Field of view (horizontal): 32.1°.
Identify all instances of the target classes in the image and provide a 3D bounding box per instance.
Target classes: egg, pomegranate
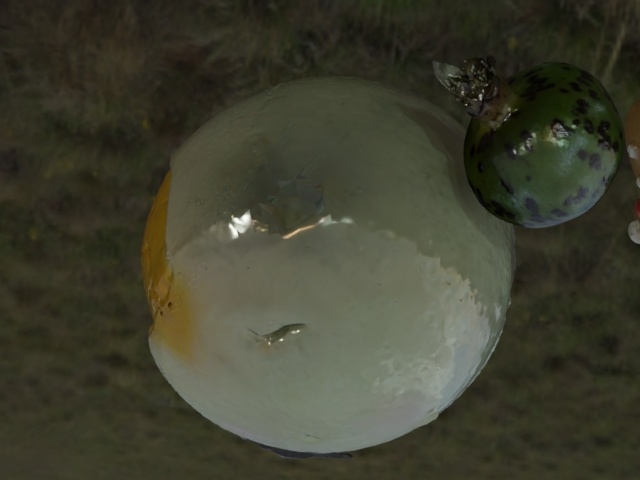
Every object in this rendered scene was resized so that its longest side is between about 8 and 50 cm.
[{"bbox_3d":[0.000,0.000,0.874,0.337,0.337,0.201,5,167,9],"label":"egg"},{"bbox_3d":[0.144,-0.079,0.791,0.161,0.122,0.122,37,154,-24],"label":"pomegranate"}]

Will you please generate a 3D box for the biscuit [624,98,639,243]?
[{"bbox_3d":[0.401,0.006,1.240,0.047,0.339,0.216,-19,-175,-9],"label":"biscuit"}]
